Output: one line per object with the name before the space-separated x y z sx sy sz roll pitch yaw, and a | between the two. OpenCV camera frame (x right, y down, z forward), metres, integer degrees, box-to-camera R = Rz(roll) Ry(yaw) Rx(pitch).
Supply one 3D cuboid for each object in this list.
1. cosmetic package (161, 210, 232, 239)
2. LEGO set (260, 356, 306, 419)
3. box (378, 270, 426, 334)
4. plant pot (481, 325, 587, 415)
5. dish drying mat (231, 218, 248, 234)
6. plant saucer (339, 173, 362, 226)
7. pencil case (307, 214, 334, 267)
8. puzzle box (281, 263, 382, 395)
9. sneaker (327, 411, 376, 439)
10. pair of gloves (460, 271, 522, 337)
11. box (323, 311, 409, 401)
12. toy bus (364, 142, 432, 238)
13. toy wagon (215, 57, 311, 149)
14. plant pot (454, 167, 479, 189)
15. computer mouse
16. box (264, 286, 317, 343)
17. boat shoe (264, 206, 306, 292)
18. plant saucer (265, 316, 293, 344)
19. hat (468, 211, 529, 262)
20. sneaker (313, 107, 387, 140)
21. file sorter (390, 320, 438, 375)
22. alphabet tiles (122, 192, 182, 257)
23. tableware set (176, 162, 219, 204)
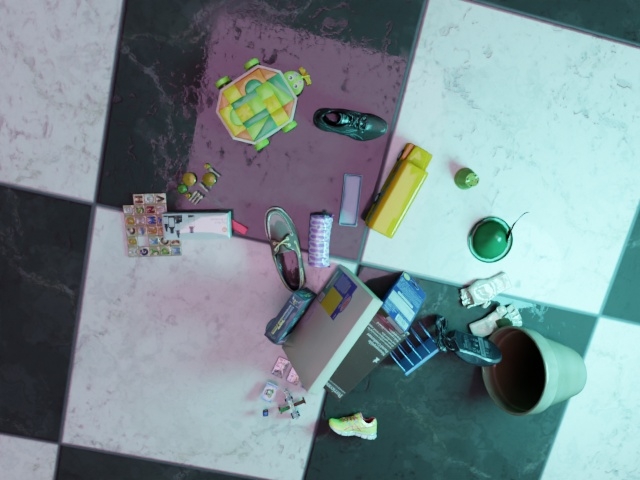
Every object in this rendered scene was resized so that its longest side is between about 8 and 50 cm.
cosmetic package | -0.448 -0.054 1.682 0.239 0.060 0.098 -2 103 -2
LEGO set | -0.136 0.607 1.851 0.182 0.060 0.244 25 90 -3
box | 0.307 0.228 1.724 0.136 0.225 0.036 48 137 -5
plant pot | 0.829 0.491 1.745 0.280 0.323 0.323 8 101 -20
dish drying mat | -0.314 -0.053 1.722 0.083 0.008 0.032 28 98 -6
plant saucer | 0.111 -0.150 1.715 0.067 0.018 0.192 5 102 -3
pencil case | 0.000 0.000 1.711 0.088 0.086 0.206 -2 104 -30
puzzle box | 0.031 0.313 1.674 0.052 0.272 0.409 30 99 -33
sneaker | 0.132 0.735 1.867 0.209 0.081 0.094 12 93 -11
pair of gloves | 0.667 0.259 1.806 0.204 0.042 0.240 -19 101 2
box | 0.130 0.402 1.765 0.191 0.143 0.381 42 98 -10
toy bus | 0.284 -0.181 1.658 0.108 0.130 0.332 27 99 -7
toy wagon | -0.190 -0.494 1.609 0.344 0.068 0.267 -31 101 4
plant pot | 0.542 -0.222 1.686 0.083 0.079 0.083 0 102 -2
computer mouse | 0.549 0.404 1.754 0.272 0.188 0.072 21 124 -1
box | -0.101 0.263 1.661 0.059 0.233 0.183 35 94 8
boat shoe | -0.129 0.036 1.701 0.117 0.097 0.324 -14 101 1
plant saucer | -0.156 0.357 1.803 0.119 0.021 0.119 -1 101 -3
hat | 0.652 0.003 1.682 0.173 0.183 0.208 -14 101 1
sneaker | 0.107 -0.407 1.621 0.267 0.106 0.101 5 100 -5
file sorter | 0.357 0.411 1.787 0.170 0.118 0.104 -40 96 5
alphabet tiles | -0.622 -0.055 1.709 0.198 0.009 0.237 -2 102 -2
tableware set | -0.447 -0.214 1.680 0.104 0.024 0.154 40 98 -6
